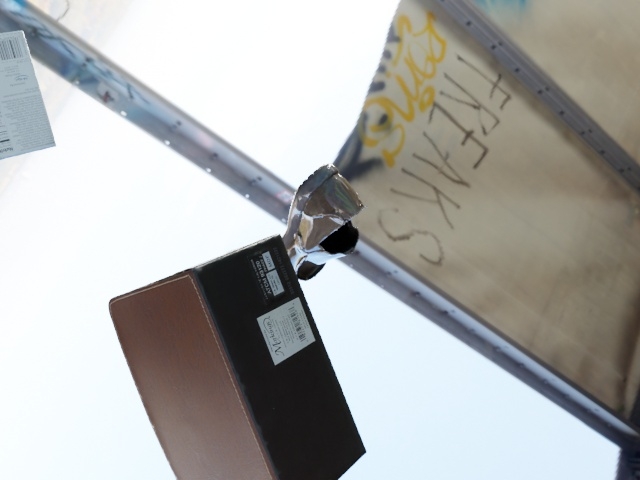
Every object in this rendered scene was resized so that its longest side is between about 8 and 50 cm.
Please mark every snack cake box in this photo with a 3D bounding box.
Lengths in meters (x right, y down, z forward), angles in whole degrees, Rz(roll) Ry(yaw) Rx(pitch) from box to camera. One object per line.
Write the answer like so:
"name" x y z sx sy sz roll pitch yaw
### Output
"snack cake box" -0.484 -0.158 0.774 0.264 0.152 0.089 -22 -155 -33

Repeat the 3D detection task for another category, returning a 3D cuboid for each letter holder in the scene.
"letter holder" -0.113 0.174 0.806 0.214 0.302 0.152 -19 -176 41

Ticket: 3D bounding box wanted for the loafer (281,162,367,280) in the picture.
"loafer" 0.000 0.000 1.270 0.134 0.130 0.366 -42 165 -23
